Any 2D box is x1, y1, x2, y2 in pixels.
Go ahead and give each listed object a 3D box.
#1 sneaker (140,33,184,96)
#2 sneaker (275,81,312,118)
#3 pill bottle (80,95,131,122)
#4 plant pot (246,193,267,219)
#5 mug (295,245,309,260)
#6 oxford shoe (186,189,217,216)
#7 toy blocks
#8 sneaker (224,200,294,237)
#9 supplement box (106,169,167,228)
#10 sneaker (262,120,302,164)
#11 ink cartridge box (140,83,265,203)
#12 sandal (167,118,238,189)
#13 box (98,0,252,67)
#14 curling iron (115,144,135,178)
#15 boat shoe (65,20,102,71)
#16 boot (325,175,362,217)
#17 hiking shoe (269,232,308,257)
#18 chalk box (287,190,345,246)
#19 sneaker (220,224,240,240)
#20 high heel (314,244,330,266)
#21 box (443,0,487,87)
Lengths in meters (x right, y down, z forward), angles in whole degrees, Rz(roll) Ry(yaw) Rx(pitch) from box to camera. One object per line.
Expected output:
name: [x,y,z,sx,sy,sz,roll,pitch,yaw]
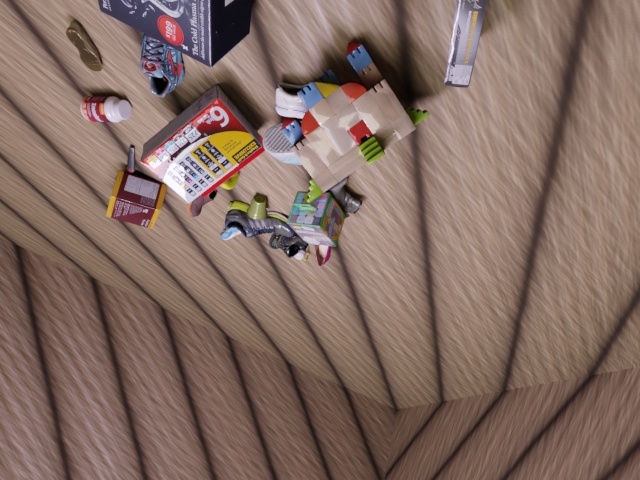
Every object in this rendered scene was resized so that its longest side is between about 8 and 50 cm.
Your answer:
sneaker: [-0.446,-0.512,1.254,0.104,0.125,0.262,15,147,4]
sneaker: [-0.009,-0.390,1.254,0.258,0.094,0.091,6,137,11]
pill bottle: [-0.725,-0.445,1.526,0.152,0.086,0.086,6,145,18]
plant pot: [-0.244,-0.137,1.766,0.083,0.083,0.079,18,135,0]
mug: [-0.081,0.052,1.967,0.078,0.064,0.062,24,146,-10]
oxford shoe: [-0.475,-0.168,1.809,0.098,0.097,0.271,18,148,-11]
toy blocks: [0.048,-0.316,1.155,0.381,0.191,0.261,-34,106,15]
sneaker: [-0.252,-0.057,1.836,0.299,0.121,0.111,15,148,4]
supplement box: [-0.771,-0.165,1.886,0.194,0.129,0.191,17,150,-24]
sneaker: [0.017,-0.298,1.380,0.365,0.135,0.150,5,174,12]
ink cartridge box: [-0.350,-0.277,1.424,0.309,0.130,0.272,-35,128,12]
sandal: [-0.433,-0.292,1.585,0.138,0.126,0.317,-1,142,33]
box: [-0.316,-0.611,0.950,0.312,0.179,0.343,29,147,6]
curling iron: [-0.781,-0.297,1.819,0.068,0.035,0.274,29,146,-16]
boat shoe: [-0.708,-0.584,1.361,0.056,0.048,0.153,-3,150,10]
boot: [0.082,-0.164,1.571,0.161,0.083,0.246,24,155,-17]
hiking shoe: [-0.142,0.017,1.898,0.226,0.114,0.086,-12,136,38]
chalk box: [-0.020,-0.085,1.543,0.132,0.132,0.213,8,158,26]
sneaker: [-0.394,-0.055,1.983,0.162,0.063,0.073,-24,111,41]
high heel: [0.000,0.000,1.801,0.082,0.117,0.244,11,147,11]
box: [0.303,-0.462,0.911,0.056,0.183,0.231,11,146,13]
